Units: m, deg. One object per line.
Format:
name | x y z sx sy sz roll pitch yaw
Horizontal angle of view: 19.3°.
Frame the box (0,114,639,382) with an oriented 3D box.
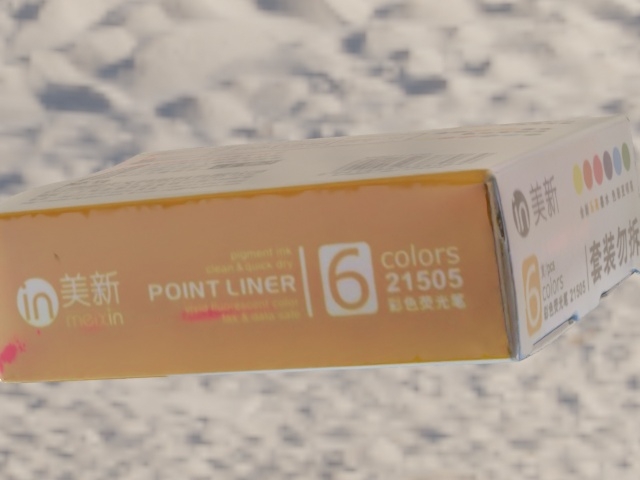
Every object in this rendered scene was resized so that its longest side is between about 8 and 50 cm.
box | 0.000 0.000 0.918 0.274 0.091 0.221 -3 -171 27
